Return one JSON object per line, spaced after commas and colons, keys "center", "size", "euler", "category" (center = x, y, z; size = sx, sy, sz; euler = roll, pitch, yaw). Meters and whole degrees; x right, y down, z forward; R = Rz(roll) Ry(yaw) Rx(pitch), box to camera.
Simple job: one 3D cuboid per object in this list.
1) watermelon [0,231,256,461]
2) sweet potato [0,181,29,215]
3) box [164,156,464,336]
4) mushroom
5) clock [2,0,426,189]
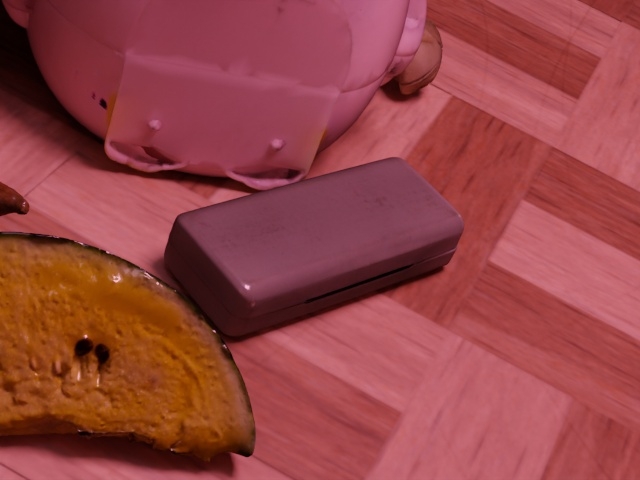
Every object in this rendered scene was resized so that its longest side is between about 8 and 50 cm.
{"center": [-0.187, 0.068, 0.890], "size": [0.301, 0.123, 0.129], "euler": [7, 62, -16], "category": "watermelon"}
{"center": [-0.319, -0.076, 1.016], "size": [0.281, 0.059, 0.067], "euler": [39, 83, 19], "category": "sweet potato"}
{"center": [0.000, 0.000, 1.091], "size": [0.243, 0.055, 0.103], "euler": [-17, 53, -39], "category": "box"}
{"center": [0.039, -0.231, 1.368], "size": [0.092, 0.081, 0.223], "euler": [-14, 50, -31], "category": "mushroom"}
{"center": [-0.090, -0.260, 1.197], "size": [0.368, 0.250, 0.377], "euler": [8, 40, -19], "category": "clock"}
